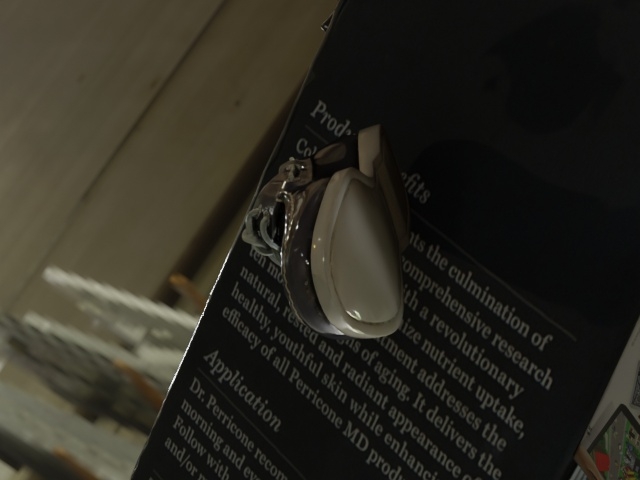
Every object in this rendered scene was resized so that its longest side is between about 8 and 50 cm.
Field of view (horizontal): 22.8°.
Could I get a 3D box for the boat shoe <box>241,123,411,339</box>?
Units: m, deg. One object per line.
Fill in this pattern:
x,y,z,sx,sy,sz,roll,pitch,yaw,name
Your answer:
0.000,0.000,0.732,0.206,0.065,0.075,-67,140,-70,boat shoe

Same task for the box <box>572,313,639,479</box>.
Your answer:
0.168,0.068,0.620,0.114,0.036,0.207,55,-27,29,box

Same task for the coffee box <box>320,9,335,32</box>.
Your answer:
0.167,-0.204,1.161,0.168,0.297,0.119,49,23,8,coffee box

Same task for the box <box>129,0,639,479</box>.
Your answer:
0.199,0.069,0.993,0.480,0.471,0.297,5,28,-45,box
